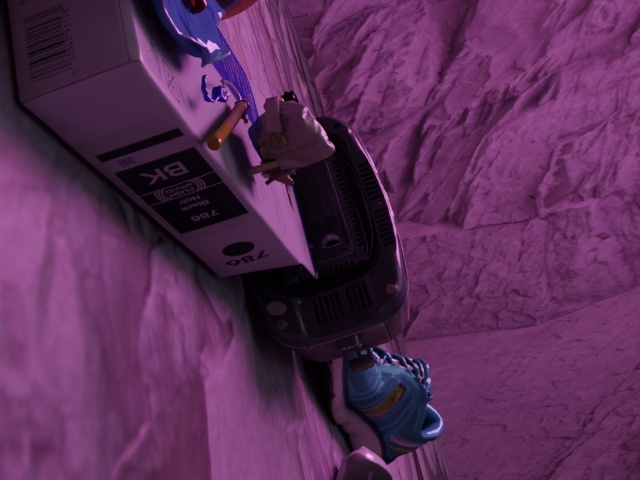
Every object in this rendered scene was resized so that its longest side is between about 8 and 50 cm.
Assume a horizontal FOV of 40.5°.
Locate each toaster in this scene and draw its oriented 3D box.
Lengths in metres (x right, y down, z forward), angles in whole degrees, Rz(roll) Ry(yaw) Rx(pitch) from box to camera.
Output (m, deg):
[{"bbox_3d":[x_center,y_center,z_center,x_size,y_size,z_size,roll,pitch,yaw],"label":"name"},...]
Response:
[{"bbox_3d":[0.000,0.000,0.755,0.146,0.129,0.226,66,5,-68],"label":"toaster"}]

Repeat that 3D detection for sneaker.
[{"bbox_3d":[0.036,0.218,0.798,0.152,0.054,0.061,73,-7,-57],"label":"sneaker"},{"bbox_3d":[0.061,0.145,0.916,0.275,0.110,0.107,63,11,-48],"label":"sneaker"}]

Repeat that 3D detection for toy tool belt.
[{"bbox_3d":[-0.027,-0.059,0.532,0.052,0.051,0.083,54,-1,-13],"label":"toy tool belt"}]

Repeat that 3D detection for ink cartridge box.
[{"bbox_3d":[-0.085,-0.084,0.545,0.332,0.065,0.165,54,19,-65],"label":"ink cartridge box"}]

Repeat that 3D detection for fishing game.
[{"bbox_3d":[-0.069,-0.180,0.434,0.189,0.041,0.264,-83,160,-77],"label":"fishing game"}]

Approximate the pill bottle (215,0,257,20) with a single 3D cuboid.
[{"bbox_3d":[-0.104,-0.281,0.617,0.130,0.131,0.245,49,27,-74],"label":"pill bottle"}]
